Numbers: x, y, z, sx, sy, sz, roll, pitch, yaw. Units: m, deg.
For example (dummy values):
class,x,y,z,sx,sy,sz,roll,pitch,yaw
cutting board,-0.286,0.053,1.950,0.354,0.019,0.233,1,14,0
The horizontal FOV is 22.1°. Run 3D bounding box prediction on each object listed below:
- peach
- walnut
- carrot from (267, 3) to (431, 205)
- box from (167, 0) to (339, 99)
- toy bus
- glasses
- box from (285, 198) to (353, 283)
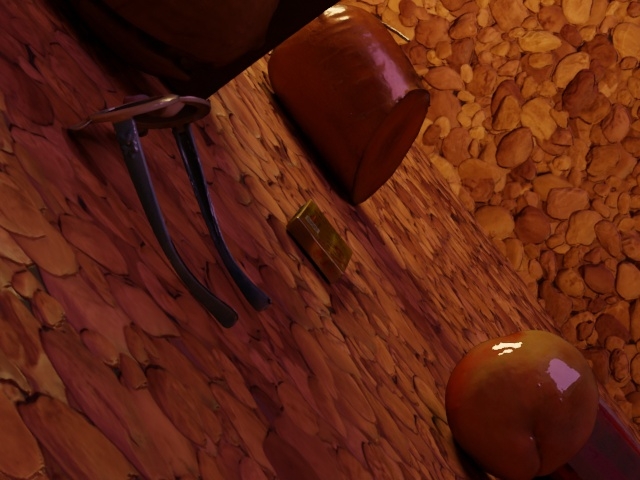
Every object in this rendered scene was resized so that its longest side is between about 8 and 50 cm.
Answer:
class,x,y,z,sx,sy,sz,roll,pitch,yaw
peach,0.231,0.189,1.877,0.184,0.184,0.184,50,10,-12
walnut,-0.186,-0.308,1.645,0.336,0.209,0.209,47,11,-19
carrot,0.034,-0.244,2.416,0.331,0.214,0.193,52,8,19
box,-0.155,-0.356,1.866,0.339,0.229,0.239,50,10,-14
toy bus,0.311,0.254,2.123,0.303,0.147,0.127,49,5,-25
glasses,-0.100,-0.040,1.419,0.220,0.088,0.189,53,9,5
box,0.000,0.000,1.926,0.089,0.022,0.156,50,10,-5
